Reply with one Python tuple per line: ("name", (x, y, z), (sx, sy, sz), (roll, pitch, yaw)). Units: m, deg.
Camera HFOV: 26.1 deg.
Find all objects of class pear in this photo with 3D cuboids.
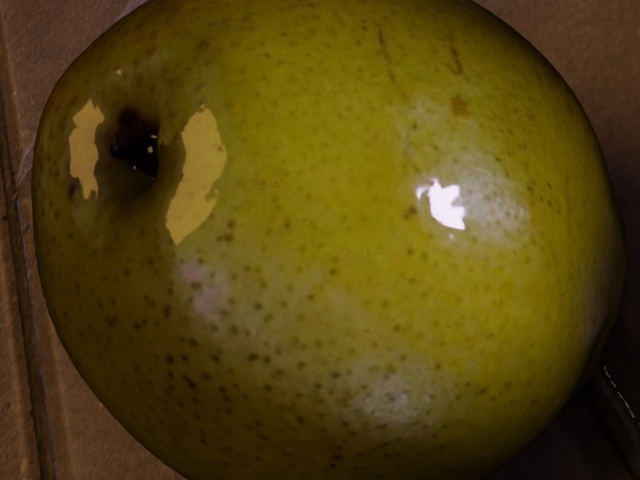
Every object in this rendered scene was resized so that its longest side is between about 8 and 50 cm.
("pear", (0.000, 0.000, 0.667), (0.294, 0.294, 0.294), (-35, 41, 37))
